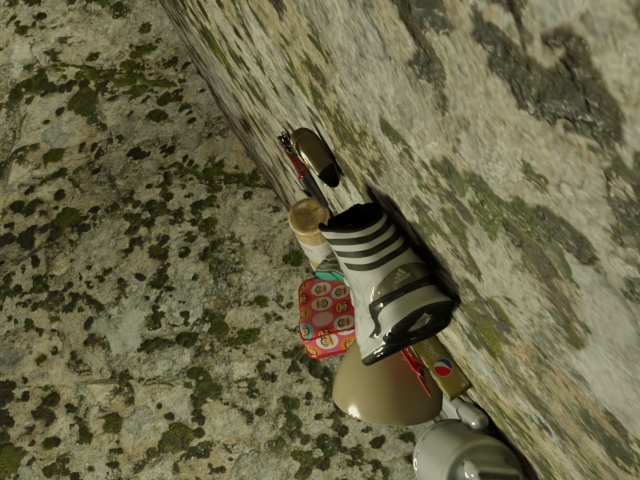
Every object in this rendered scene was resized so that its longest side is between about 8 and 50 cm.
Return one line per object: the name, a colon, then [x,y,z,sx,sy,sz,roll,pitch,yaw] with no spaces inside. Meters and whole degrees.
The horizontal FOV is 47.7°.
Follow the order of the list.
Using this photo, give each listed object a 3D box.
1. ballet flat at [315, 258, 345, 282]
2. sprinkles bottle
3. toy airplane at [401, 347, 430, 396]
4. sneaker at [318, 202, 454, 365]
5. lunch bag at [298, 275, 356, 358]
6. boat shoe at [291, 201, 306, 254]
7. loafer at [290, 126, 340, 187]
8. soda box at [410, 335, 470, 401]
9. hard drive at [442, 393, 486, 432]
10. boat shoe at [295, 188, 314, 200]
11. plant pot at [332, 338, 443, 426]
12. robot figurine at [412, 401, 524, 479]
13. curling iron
ballet flat: [0.057,0.085,2.061,0.072,0.068,0.213,41,164,-27]
sprinkles bottle: [0.000,0.000,2.165,0.121,0.121,0.355,54,176,25]
toy airplane: [0.215,0.285,1.655,0.151,0.028,0.151,57,177,4]
sneaker: [0.112,0.069,1.334,0.447,0.169,0.258,95,150,-72]
lunch bag: [0.064,0.216,2.244,0.293,0.258,0.120,-91,-17,-53]
boat shoe: [-0.004,0.011,2.398,0.105,0.113,0.306,-71,-42,-76]
loafer: [-0.002,-0.156,1.386,0.148,0.056,0.050,47,-178,-34]
soda box: [0.260,0.269,1.628,0.181,0.058,0.061,54,176,24]
hard drive: [0.402,0.509,2.008,0.203,0.040,0.307,56,176,-1]
boat shoe: [-0.032,-0.115,2.222,0.125,0.038,0.046,46,129,38]
plant pot: [0.178,0.315,1.837,0.284,0.284,0.191,-133,46,-68]
robot figurine: [0.336,0.533,1.684,0.199,0.300,0.353,12,178,-11]
curling iron: [-0.044,-0.173,1.885,0.068,0.035,0.274,52,175,48]
